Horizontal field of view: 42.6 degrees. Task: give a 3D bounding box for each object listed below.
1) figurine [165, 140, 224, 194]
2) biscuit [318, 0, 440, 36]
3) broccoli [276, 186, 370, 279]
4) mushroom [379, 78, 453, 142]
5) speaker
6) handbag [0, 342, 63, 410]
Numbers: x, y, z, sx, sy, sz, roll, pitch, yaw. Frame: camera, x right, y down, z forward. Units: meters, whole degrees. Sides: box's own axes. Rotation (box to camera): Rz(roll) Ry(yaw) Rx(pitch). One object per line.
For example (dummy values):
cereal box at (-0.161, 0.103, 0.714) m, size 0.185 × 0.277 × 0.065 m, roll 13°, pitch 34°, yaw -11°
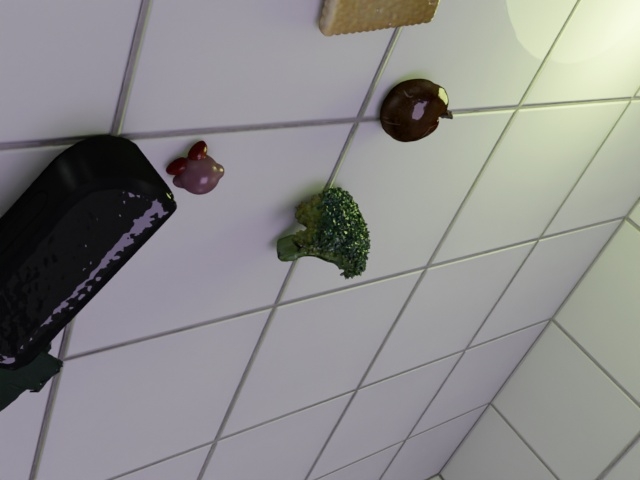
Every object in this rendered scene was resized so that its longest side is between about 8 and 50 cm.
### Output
figurine at (-0.200, -0.107, 1.328) m, size 0.083 × 0.067 × 0.071 m, roll -28°, pitch 130°, yaw 8°
biscuit at (0.111, -0.411, 1.316) m, size 0.250 × 0.030 × 0.160 m, roll -18°, pitch 142°, yaw -33°
broccoli at (0.000, 0.000, 1.618) m, size 0.194 × 0.194 × 0.220 m, roll -48°, pitch 172°, yaw 13°
mushroom at (0.192, -0.245, 1.572) m, size 0.171 × 0.080 × 0.135 m, roll -6°, pitch 145°, yaw -39°
speaker at (-0.409, 0.005, 1.143) m, size 0.388 × 0.180 × 0.184 m, roll -46°, pitch 137°, yaw 3°
handbag at (-0.581, 0.224, 1.322) m, size 0.247 × 0.079 × 0.260 m, roll -39°, pitch 150°, yaw -3°
